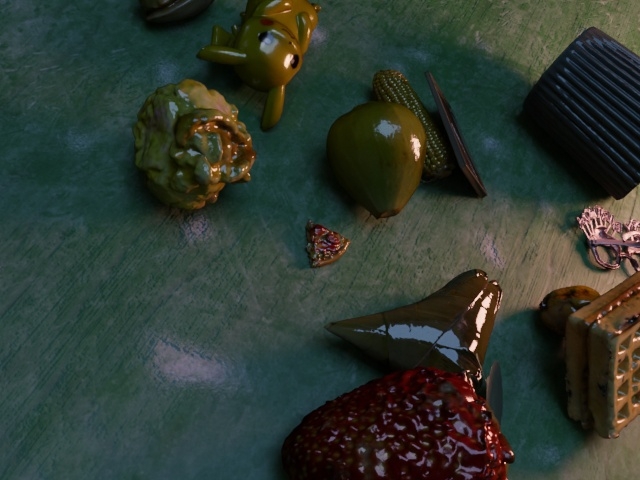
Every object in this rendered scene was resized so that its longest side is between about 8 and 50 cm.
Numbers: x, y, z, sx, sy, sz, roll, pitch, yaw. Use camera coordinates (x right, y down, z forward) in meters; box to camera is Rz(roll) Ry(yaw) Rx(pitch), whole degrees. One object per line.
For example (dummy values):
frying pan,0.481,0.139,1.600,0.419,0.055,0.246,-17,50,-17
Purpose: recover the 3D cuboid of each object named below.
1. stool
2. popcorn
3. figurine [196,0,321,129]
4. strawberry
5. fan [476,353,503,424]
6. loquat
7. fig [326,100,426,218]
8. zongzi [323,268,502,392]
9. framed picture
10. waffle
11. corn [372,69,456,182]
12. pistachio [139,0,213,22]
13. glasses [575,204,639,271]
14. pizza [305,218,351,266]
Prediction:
stool,0.688,-0.310,1.804,0.330,0.297,0.297,44,56,10
popcorn,-0.227,-0.170,1.393,0.212,0.259,0.259,0,59,-50
figurine,-0.120,-0.431,1.619,0.218,0.169,0.327,36,45,-28
strawberry,0.124,0.349,1.208,0.343,0.292,0.292,-7,65,-18
fan,0.297,0.269,1.341,0.010,0.310,0.182,0,54,22
loquat,0.522,0.148,1.572,0.137,0.137,0.113,7,86,-18
fig,0.125,-0.172,1.556,0.207,0.207,0.230,-41,105,-34
zongzi,0.183,0.131,1.436,0.300,0.145,0.274,28,53,-3
framed picture,0.304,-0.236,1.689,0.023,0.189,0.260,-23,65,17
waffle,0.648,0.205,1.523,0.376,0.114,0.261,-23,115,-32
corn,0.205,-0.261,1.700,0.106,0.106,0.293,-17,67,-29
pistachio,-0.303,-0.552,1.643,0.215,0.144,0.144,-36,79,-27
glasses,0.716,-0.014,1.761,0.255,0.095,0.162,14,50,-16
pizza,0.006,0.013,1.501,0.100,0.029,0.099,26,57,-6
